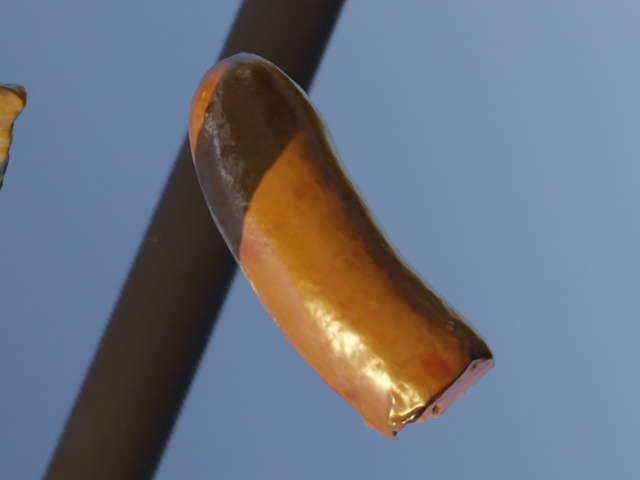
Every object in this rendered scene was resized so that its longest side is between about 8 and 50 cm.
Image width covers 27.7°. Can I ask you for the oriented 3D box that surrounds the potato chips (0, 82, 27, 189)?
[{"bbox_3d":[-0.208,0.094,0.608,0.057,0.407,0.080,8,-152,-24],"label":"potato chips"}]

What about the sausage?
[{"bbox_3d":[-0.001,0.001,0.839,0.109,0.109,0.270,-20,-107,-48],"label":"sausage"}]
